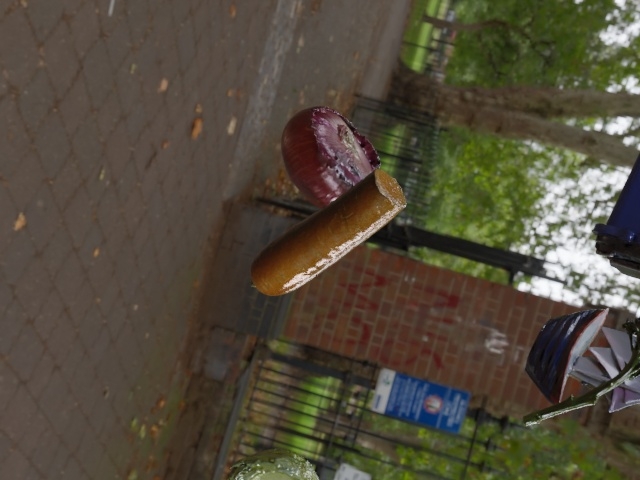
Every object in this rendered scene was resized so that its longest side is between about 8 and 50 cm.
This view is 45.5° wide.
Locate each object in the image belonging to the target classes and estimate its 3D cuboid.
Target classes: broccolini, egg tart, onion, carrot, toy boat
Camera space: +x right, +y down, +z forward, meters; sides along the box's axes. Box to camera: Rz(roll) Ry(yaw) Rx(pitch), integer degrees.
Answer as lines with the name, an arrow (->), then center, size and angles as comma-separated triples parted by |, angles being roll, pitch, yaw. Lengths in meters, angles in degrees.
broccolini -> 0.313, 0.155, 0.854 | 0.194, 0.052, 0.054 | -44, 170, 6
egg tart -> -0.075, 0.442, 1.347 | 0.078, 0.197, 0.197 | -67, 173, -64
onion -> 0.019, -0.152, 1.526 | 0.161, 0.248, 0.248 | -50, -176, 19
carrot -> 0.000, 0.000, 0.895 | 0.225, 0.067, 0.067 | -36, -163, 30
toy boat -> 0.487, 0.190, 1.211 | 0.219, 0.319, 0.071 | -76, 164, -48

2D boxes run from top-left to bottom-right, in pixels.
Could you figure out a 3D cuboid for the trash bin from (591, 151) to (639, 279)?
trash bin -> 0.479, -0.055, 0.981 | 0.163, 0.184, 0.234 | 22, 88, -57
